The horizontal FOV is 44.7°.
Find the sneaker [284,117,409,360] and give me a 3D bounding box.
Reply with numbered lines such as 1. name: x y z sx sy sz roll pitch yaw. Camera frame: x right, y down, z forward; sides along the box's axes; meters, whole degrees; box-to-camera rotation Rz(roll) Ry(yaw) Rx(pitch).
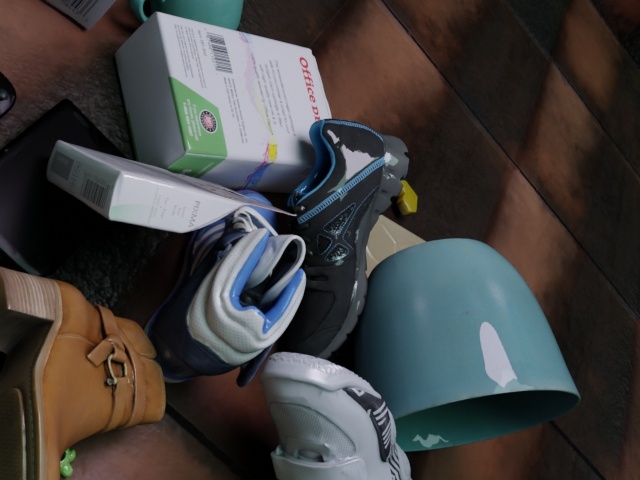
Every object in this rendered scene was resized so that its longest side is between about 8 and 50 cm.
1. sneaker: 0.000 0.000 1.062 0.140 0.125 0.340 20 83 -28

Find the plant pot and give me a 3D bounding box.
1. plant pot: 0.177 0.139 1.074 0.293 0.293 0.235 14 54 -40

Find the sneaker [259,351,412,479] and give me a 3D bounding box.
1. sneaker: 0.010 0.307 0.899 0.366 0.137 0.210 63 38 -34

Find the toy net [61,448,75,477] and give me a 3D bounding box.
1. toy net: -0.323 0.142 0.777 0.122 0.045 0.232 -18 82 -48

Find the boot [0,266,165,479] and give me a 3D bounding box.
1. boot: -0.242 0.171 0.765 0.220 0.109 0.283 36 26 -55

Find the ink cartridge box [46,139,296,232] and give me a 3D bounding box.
1. ink cartridge box: -0.168 -0.048 0.876 0.225 0.181 0.056 15 96 -41

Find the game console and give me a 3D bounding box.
1. game console: -0.386 -0.135 0.860 0.361 0.044 0.213 46 44 -16

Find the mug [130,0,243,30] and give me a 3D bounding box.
1. mug: -0.190 -0.337 1.109 0.158 0.097 0.129 1 42 -14

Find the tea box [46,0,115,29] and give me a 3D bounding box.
1. tea box: -0.338 -0.514 0.972 0.329 0.220 0.323 32 51 -30

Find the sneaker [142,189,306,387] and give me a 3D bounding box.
1. sneaker: -0.074 0.025 0.941 0.130 0.236 0.323 45 45 -19

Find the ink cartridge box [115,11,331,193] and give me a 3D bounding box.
1. ink cartridge box: -0.122 -0.179 1.088 0.278 0.117 0.201 0 70 -45

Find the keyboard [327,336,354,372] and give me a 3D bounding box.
1. keyboard: 0.058 0.237 1.123 0.108 0.023 0.180 -20 84 -48

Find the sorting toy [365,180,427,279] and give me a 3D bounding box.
1. sorting toy: 0.121 0.027 1.287 0.229 0.041 0.307 26 53 -28
